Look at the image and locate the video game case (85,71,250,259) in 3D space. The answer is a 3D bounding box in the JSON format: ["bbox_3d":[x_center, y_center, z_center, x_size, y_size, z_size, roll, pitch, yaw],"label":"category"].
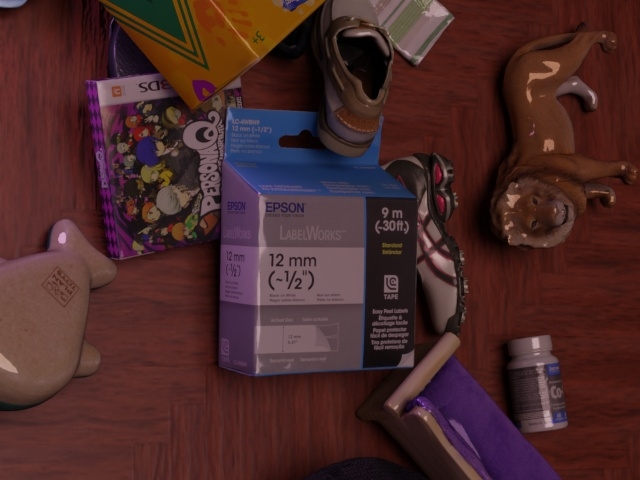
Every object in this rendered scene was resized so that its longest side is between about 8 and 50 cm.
[{"bbox_3d":[-0.190,-0.107,1.720,0.210,0.042,0.232,-12,101,-32],"label":"video game case"}]

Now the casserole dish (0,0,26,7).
[{"bbox_3d":[-0.417,-0.386,1.697,0.114,0.037,0.188,-6,83,-27],"label":"casserole dish"}]

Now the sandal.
[{"bbox_3d":[-0.242,-0.291,1.766,0.097,0.054,0.254,12,66,-32],"label":"sandal"}]

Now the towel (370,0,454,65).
[{"bbox_3d":[0.121,-0.349,1.968,0.152,0.023,0.113,43,64,-14],"label":"towel"}]

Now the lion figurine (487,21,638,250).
[{"bbox_3d":[0.343,-0.168,2.003,0.240,0.142,0.392,0,66,-19],"label":"lion figurine"}]

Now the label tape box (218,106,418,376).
[{"bbox_3d":[0.000,0.000,1.753,0.249,0.115,0.347,1,93,-31],"label":"label tape box"}]

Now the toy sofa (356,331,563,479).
[{"bbox_3d":[0.238,0.308,1.823,0.362,0.177,0.150,49,64,-10],"label":"toy sofa"}]

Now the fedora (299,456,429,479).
[{"bbox_3d":[0.058,0.376,1.705,0.334,0.334,0.152,-1,51,-27],"label":"fedora"}]

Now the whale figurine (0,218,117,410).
[{"bbox_3d":[-0.360,0.091,1.605,0.216,0.141,0.272,45,40,-13],"label":"whale figurine"}]

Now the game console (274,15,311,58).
[{"bbox_3d":[-0.162,-0.359,1.787,0.361,0.044,0.213,32,53,-24],"label":"game console"}]

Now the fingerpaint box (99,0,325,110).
[{"bbox_3d":[-0.122,-0.447,1.719,0.371,0.163,0.445,50,47,-9],"label":"fingerpaint box"}]

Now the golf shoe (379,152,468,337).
[{"bbox_3d":[0.146,0.012,1.890,0.120,0.105,0.273,-8,87,-1],"label":"golf shoe"}]

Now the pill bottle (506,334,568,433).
[{"bbox_3d":[0.316,0.211,1.934,0.078,0.078,0.137,-5,83,-27],"label":"pill bottle"}]

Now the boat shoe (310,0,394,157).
[{"bbox_3d":[0.054,-0.255,1.815,0.113,0.103,0.302,13,48,-19],"label":"boat shoe"}]
